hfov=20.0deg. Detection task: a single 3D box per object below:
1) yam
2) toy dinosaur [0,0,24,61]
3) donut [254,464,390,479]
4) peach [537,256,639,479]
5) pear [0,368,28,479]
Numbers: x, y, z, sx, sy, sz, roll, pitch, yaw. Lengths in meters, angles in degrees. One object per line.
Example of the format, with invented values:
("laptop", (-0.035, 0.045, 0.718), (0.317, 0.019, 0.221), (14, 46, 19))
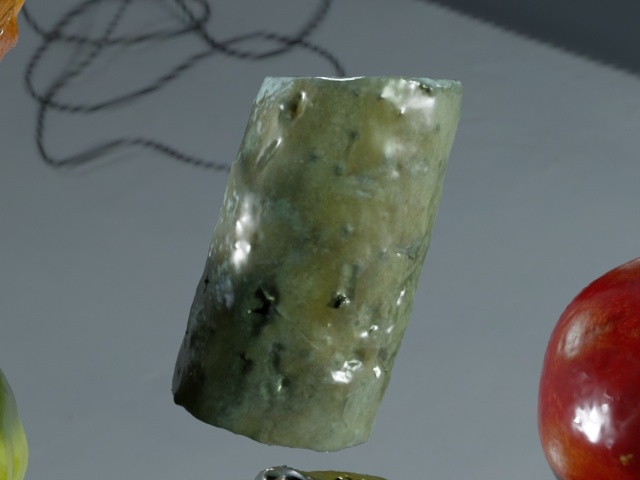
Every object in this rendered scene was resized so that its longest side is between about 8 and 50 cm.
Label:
("yam", (0.000, 0.000, 0.901), (0.107, 0.194, 0.107), (15, 12, -3))
("toy dinosaur", (-0.181, -0.081, 0.935), (0.142, 0.057, 0.212), (-47, 30, 21))
("donut", (0.026, 0.284, 1.290), (0.107, 0.272, 0.272), (-6, 41, -28))
("peach", (0.261, 0.099, 1.207), (0.243, 0.200, 0.243), (-10, 25, 5))
("pear", (-0.266, 0.123, 0.943), (0.212, 0.212, 0.269), (16, 19, 26))
